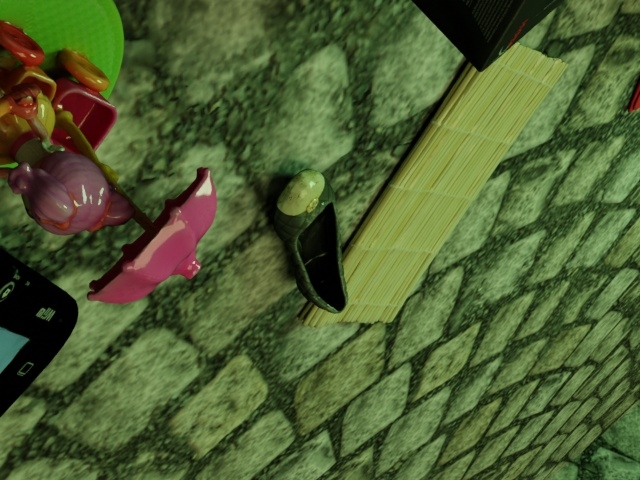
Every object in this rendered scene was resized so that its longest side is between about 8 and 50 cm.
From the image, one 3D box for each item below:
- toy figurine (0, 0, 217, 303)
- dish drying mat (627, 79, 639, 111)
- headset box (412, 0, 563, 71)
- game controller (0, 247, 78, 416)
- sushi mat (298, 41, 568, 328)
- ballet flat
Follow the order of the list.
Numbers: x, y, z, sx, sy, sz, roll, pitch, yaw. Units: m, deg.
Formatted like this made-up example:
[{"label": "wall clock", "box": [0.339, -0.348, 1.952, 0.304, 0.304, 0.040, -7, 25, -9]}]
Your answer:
[{"label": "toy figurine", "box": [-0.121, -0.042, 0.480, 0.130, 0.159, 0.173, -51, 151, 11]}, {"label": "dish drying mat", "box": [0.355, -0.175, 1.115, 0.032, 0.008, 0.083, -31, 149, -27]}, {"label": "headset box", "box": [0.181, -0.257, 0.586, 0.293, 0.110, 0.218, -41, 175, -9]}, {"label": "game controller", "box": [-0.215, 0.068, 0.520, 0.166, 0.067, 0.319, -40, 170, -7]}, {"label": "sushi mat", "box": [0.103, -0.042, 0.939, 0.151, 0.019, 0.317, -1, 129, -55]}, {"label": "ballet flat", "box": [0.000, 0.000, 0.819, 0.057, 0.049, 0.173, -39, 152, -14]}]
